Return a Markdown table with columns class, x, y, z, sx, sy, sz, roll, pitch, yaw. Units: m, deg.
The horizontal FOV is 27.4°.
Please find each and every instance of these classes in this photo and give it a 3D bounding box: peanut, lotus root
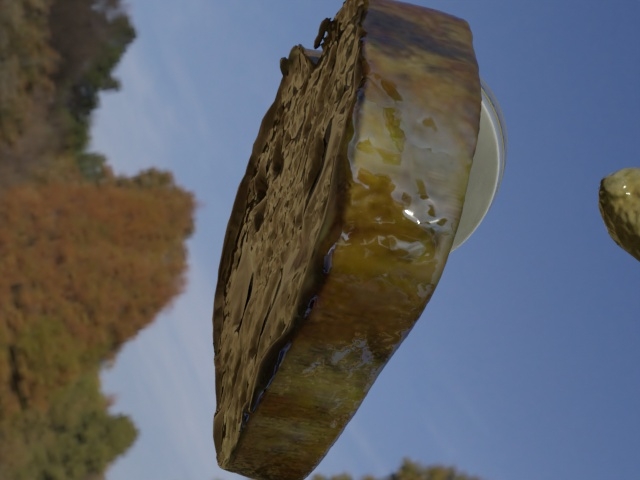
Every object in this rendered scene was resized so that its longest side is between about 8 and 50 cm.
| class | x | y | z | sx | sy | sz | roll | pitch | yaw |
| --- | --- | --- | --- | --- | --- | --- | --- | --- | --- |
| peanut | 0.347 | 0.002 | 1.200 | 0.214 | 0.098 | 0.090 | 34 | -61 | 2 |
| lotus root | 0.000 | 0.000 | 1.004 | 0.390 | 0.111 | 0.375 | -176 | -74 | -76 |

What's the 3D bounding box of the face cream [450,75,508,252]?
| class | x | y | z | sx | sy | sz | roll | pitch | yaw |
| --- | --- | --- | --- | --- | --- | --- | --- | --- | --- |
| face cream | 0.078 | -0.089 | 1.333 | 0.179 | 0.218 | 0.218 | -39 | 117 | -76 |
